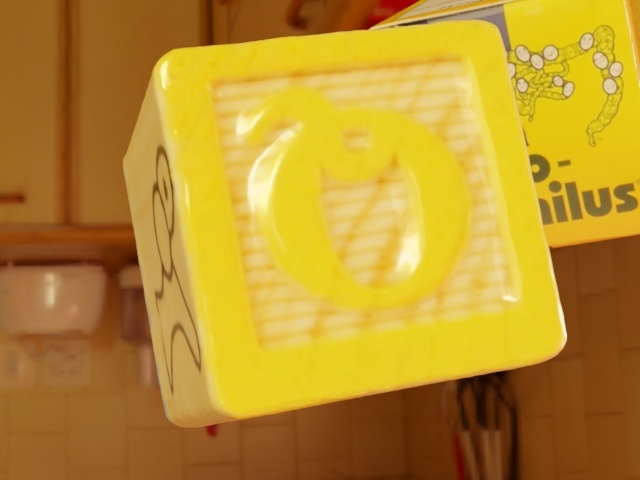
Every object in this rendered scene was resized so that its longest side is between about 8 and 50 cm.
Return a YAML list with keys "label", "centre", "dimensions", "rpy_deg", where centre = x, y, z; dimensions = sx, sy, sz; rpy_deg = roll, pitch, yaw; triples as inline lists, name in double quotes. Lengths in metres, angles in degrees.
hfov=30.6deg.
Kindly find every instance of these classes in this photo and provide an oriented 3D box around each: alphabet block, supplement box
- label: "alphabet block"
  centre: [0.000, 0.000, 0.678]
  dimensions: [0.193, 0.192, 0.197]
  rpy_deg: [-10, 173, -16]
- label: "supplement box"
  centre: [0.193, -0.135, 1.013]
  dimensions: [0.194, 0.195, 0.356]
  rpy_deg: [-10, -165, 21]
